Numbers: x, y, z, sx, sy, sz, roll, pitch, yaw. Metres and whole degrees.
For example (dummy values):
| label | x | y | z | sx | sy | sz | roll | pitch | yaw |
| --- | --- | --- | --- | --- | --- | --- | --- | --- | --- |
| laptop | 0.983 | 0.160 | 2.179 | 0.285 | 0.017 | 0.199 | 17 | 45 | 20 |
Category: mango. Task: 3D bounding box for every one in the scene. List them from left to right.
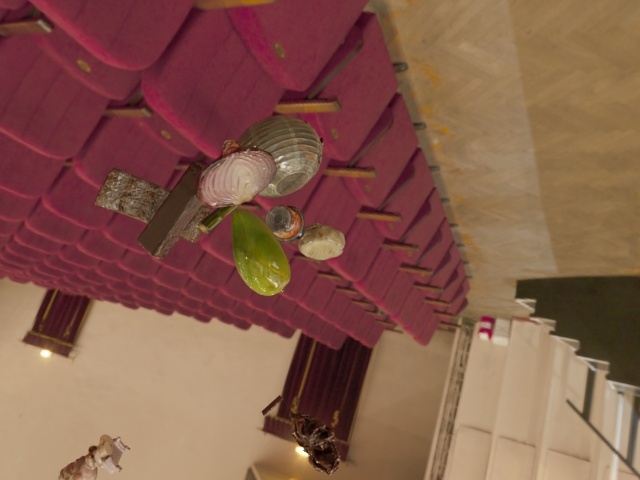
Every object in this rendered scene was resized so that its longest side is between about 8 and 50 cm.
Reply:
| label | x | y | z | sx | sy | sz | roll | pitch | yaw |
| --- | --- | --- | --- | --- | --- | --- | --- | --- | --- |
| mango | -0.231 | 0.038 | 1.721 | 0.156 | 0.343 | 0.192 | -37 | 163 | 33 |

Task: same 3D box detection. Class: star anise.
| label | x | y | z | sx | sy | sz | roll | pitch | yaw |
| --- | --- | --- | --- | --- | --- | --- | --- | --- | --- |
| star anise | -0.009 | 0.655 | 1.561 | 0.220 | 0.126 | 0.190 | 60 | 162 | 6 |

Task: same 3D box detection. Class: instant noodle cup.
| label | x | y | z | sx | sy | sz | roll | pitch | yaw |
| --- | --- | --- | --- | --- | --- | --- | --- | --- | --- |
| instant noodle cup | -0.172 | -0.088 | 2.166 | 0.208 | 0.177 | 0.125 | 18 | 174 | 20 |

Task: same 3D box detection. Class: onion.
| label | x | y | z | sx | sy | sz | roll | pitch | yaw |
| --- | --- | --- | --- | --- | --- | --- | --- | --- | --- |
| onion | -0.212 | -0.163 | 1.147 | 0.206 | 0.151 | 0.098 | -21 | -167 | -22 |

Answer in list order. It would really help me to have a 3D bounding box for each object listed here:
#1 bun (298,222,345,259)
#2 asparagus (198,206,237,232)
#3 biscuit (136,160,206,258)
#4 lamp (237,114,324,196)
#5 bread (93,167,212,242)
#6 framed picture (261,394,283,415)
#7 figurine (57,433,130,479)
| label | x | y | z | sx | sy | sz | roll | pitch | yaw |
| --- | --- | --- | --- | --- | --- | --- | --- | --- | --- |
| bun | 0.000 | 0.000 | 2.416 | 0.239 | 0.141 | 0.239 | 0 | 145 | 0 |
| asparagus | -0.296 | -0.088 | 1.449 | 0.045 | 0.178 | 0.041 | -17 | 114 | 52 |
| biscuit | -0.526 | -0.117 | 1.764 | 0.107 | 0.388 | 0.073 | 37 | -177 | 20 |
| lamp | -0.120 | -0.242 | 1.340 | 0.265 | 0.233 | 0.233 | -29 | 152 | 7 |
| bread | -0.654 | -0.135 | 1.882 | 0.417 | 0.165 | 0.113 | 22 | 176 | -8 |
| framed picture | -0.173 | 0.592 | 1.706 | 0.006 | 0.089 | 0.066 | 52 | 164 | -3 |
| figurine | -0.855 | 0.842 | 1.765 | 0.144 | 0.257 | 0.182 | 55 | -178 | -36 |
